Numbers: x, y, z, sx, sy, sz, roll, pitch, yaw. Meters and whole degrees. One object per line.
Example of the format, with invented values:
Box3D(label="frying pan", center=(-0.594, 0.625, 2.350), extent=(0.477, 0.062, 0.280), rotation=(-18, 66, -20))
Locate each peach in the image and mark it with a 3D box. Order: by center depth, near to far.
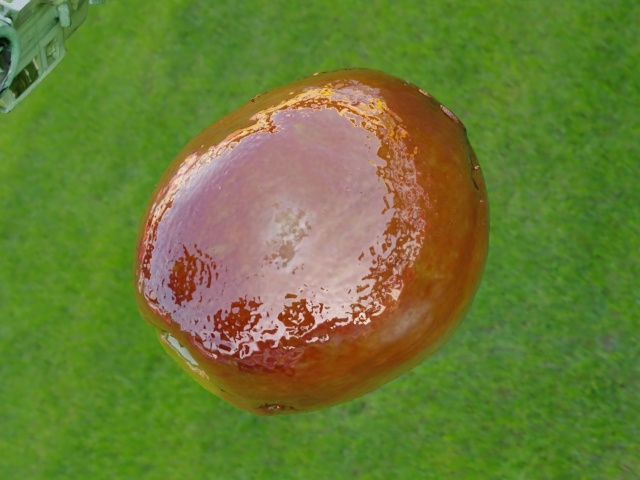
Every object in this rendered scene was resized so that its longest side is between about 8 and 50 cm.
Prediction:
Box3D(label="peach", center=(-0.002, -0.002, 1.319), extent=(0.373, 0.290, 0.372), rotation=(-33, 22, 16))

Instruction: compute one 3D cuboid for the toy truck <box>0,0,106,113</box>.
Box3D(label="toy truck", center=(-0.159, -0.143, 0.723), extent=(0.128, 0.135, 0.259), rotation=(26, 54, 13))
